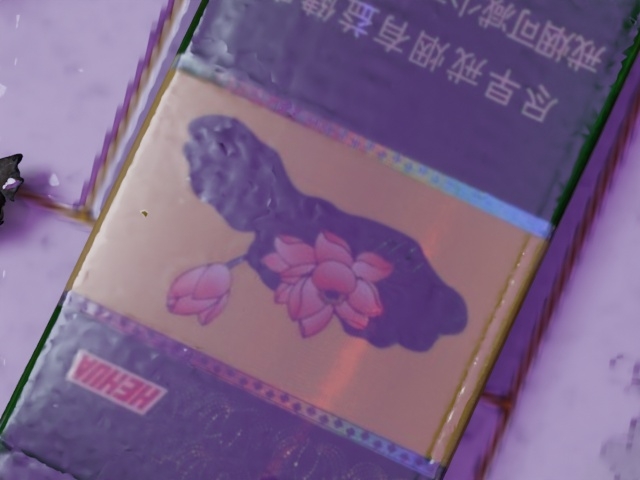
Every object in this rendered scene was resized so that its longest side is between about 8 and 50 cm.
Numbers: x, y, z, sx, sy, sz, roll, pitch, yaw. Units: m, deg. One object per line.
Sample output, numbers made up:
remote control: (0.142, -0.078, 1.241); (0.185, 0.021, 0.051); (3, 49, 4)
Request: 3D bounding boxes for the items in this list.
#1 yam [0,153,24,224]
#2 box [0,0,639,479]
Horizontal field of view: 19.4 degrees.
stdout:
yam: (-0.152, 0.003, 0.587); (0.129, 0.027, 0.033); (-14, 55, 2)
box: (0.000, 0.000, 0.581); (0.132, 0.034, 0.235); (24, 87, 2)
